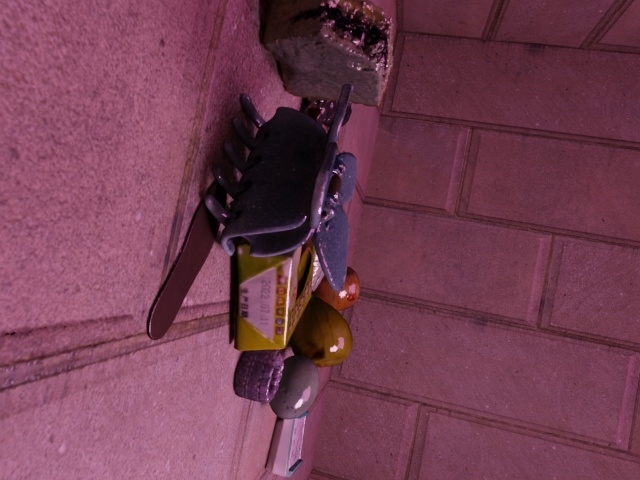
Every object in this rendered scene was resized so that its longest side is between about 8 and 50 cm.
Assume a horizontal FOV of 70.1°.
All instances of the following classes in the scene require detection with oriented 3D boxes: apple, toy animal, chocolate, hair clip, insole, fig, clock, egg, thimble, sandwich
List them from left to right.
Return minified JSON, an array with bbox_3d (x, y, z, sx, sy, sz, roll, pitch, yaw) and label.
[{"bbox_3d":[-0.228,0.026,0.816,0.111,0.007,0.327,83,21,-55],"label":"insole"},{"bbox_3d":[-0.164,0.361,1.238,0.150,0.098,0.150,12,90,-79],"label":"thimble"},{"bbox_3d":[-0.107,0.091,1.158,0.301,0.137,0.288,-56,155,-64],"label":"chocolate"},{"bbox_3d":[-0.130,0.808,1.849,0.262,0.116,0.231,68,29,-73],"label":"clock"},{"bbox_3d":[-0.060,-0.115,0.897,0.392,0.239,0.318,72,27,-64],"label":"hair clip"},{"bbox_3d":[-0.091,0.495,1.550,0.236,0.169,0.169,-64,161,-59],"label":"egg"},{"bbox_3d":[0.000,0.343,1.733,0.239,0.240,0.271,76,5,-66],"label":"fig"},{"bbox_3d":[0.015,-0.419,1.402,0.343,0.106,0.168,-42,148,-63],"label":"toy animal"},{"bbox_3d":[0.022,-0.418,0.994,0.325,0.262,0.131,42,60,-78],"label":"sandwich"},{"bbox_3d":[0.071,0.208,2.011,0.211,0.211,0.187,-58,156,-63],"label":"apple"}]

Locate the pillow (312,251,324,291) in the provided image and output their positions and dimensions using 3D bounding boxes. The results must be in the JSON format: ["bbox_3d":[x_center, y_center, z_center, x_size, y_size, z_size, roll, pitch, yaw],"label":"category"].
[{"bbox_3d":[0.000,0.000,1.677,0.310,0.119,0.312,-66,163,-63],"label":"pillow"}]
